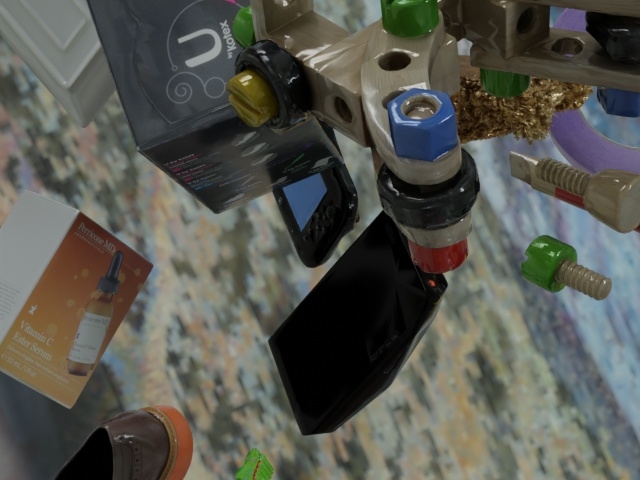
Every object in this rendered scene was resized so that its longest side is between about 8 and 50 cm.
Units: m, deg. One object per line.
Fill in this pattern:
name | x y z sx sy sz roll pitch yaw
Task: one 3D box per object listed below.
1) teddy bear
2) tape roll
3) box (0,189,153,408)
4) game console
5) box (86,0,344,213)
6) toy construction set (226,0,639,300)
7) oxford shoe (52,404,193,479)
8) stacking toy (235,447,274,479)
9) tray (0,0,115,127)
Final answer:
teddy bear | 0.179 -0.157 1.752 0.338 0.245 0.113 -31 129 -58
tape roll | 0.421 -0.202 1.905 0.090 0.275 0.274 30 37 -77
box | -0.272 0.058 1.466 0.091 0.170 0.130 20 -13 40
game console | 0.000 0.000 1.463 0.044 0.213 0.361 13 41 -37
box | -0.087 -0.144 1.302 0.270 0.143 0.165 45 24 -76
toy construction set | 0.084 -0.103 0.960 0.237 0.257 0.309 27 -13 39
oxford shoe | -0.220 0.254 1.304 0.097 0.271 0.098 42 22 33
stacking toy | -0.004 0.266 1.048 0.167 0.052 0.221 57 16 -22
tray | -0.278 -0.252 1.440 0.270 0.145 0.030 48 21 18
